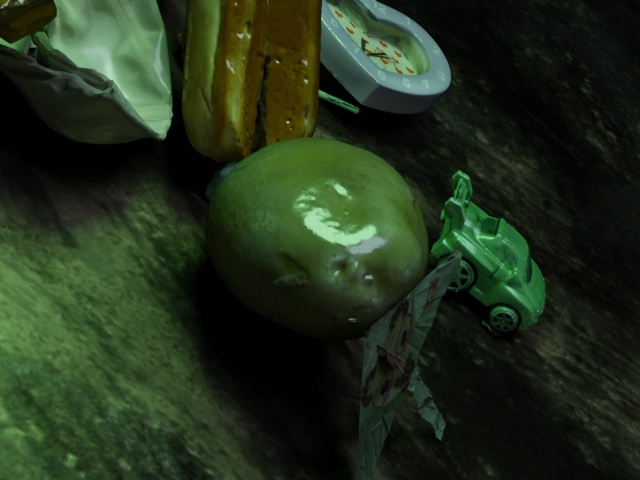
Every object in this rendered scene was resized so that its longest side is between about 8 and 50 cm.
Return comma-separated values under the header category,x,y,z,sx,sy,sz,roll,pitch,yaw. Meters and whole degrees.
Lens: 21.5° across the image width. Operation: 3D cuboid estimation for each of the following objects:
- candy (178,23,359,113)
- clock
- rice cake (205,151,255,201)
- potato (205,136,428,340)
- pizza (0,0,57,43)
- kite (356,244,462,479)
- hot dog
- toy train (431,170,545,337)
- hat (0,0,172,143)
category,x,y,z,sx,sy,sz,roll,pitch,yaw
candy,-0.047,-0.158,1.581,0.184,0.049,0.055,25,41,-5
clock,0.042,-0.189,1.732,0.198,0.064,0.172,30,34,-22
rice cake,-0.051,-0.084,1.531,0.043,0.034,0.211,33,32,-1
potato,0.000,0.000,1.358,0.235,0.178,0.160,-123,-162,-64
pizza,-0.353,-0.256,1.224,0.435,0.080,0.392,-34,71,-32
kite,0.073,0.109,1.333,0.012,0.229,0.250,19,-15,23
hot dog,-0.059,-0.232,1.448,0.135,0.100,0.337,4,89,-40
toy train,0.161,0.016,1.610,0.149,0.081,0.099,38,31,-10
hat,-0.240,-0.154,1.365,0.226,0.164,0.219,-1,39,3
